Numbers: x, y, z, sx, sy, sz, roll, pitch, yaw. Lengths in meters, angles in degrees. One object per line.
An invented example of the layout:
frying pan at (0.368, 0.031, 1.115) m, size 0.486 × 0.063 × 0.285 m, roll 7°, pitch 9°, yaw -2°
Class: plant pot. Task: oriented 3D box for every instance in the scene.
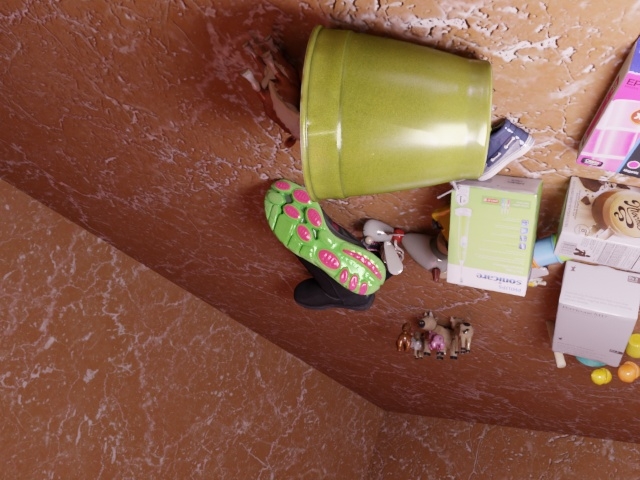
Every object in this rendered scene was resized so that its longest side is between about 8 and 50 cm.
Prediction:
plant pot at (0.166, -0.254, 1.230) m, size 0.352 × 0.367 × 0.366 m, roll 4°, pitch 152°, yaw 10°

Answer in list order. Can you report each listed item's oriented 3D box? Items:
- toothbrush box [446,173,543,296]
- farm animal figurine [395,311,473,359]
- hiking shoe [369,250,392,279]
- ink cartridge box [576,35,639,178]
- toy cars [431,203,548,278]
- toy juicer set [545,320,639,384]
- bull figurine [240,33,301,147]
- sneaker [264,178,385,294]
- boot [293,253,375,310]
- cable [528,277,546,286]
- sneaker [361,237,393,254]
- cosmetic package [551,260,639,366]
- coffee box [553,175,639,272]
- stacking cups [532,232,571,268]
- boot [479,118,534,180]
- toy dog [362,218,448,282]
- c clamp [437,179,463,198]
toothbrush box at (0.446, -0.020, 1.533) m, size 0.206 × 0.122 × 0.283 m, roll 9°, pitch 117°, yaw 25°
farm animal figurine at (0.486, 0.384, 2.427) m, size 0.330 × 0.172 × 0.326 m, roll -3°, pitch 158°, yaw 29°
hiking shoe at (0.206, 0.076, 2.129) m, size 0.114 × 0.086 × 0.227 m, roll 58°, pitch -169°, yaw 25°
ink cartridge box at (0.643, -0.255, 1.139) m, size 0.175 × 0.069 × 0.371 m, roll 16°, pitch 152°, yaw 11°
toy cars at (0.492, -0.011, 1.709) m, size 0.393 × 0.087 × 0.176 m, roll 20°, pitch 135°, yaw -4°
toy juicer set at (0.932, 0.402, 2.037) m, size 0.328 × 0.209 × 0.090 m, roll 6°, pitch 142°, yaw 28°
bull figurine at (-0.092, -0.338, 1.320) m, size 0.101 × 0.310 × 0.188 m, roll -29°, pitch 124°, yaw 9°
sneaker at (0.000, 0.000, 1.942) m, size 0.483 × 0.185 × 0.202 m, roll 45°, pitch 179°, yaw -2°
boot at (-0.024, 0.119, 2.297) m, size 0.366 × 0.146 × 0.445 m, roll -2°, pitch 150°, yaw 26°
cable at (0.560, 0.093, 1.879) m, size 0.287 × 0.072 × 0.139 m, roll -5°, pitch 138°, yaw 45°
sneaker at (0.200, 0.013, 2.047) m, size 0.119 × 0.047 × 0.057 m, roll 21°, pitch 140°, yaw -7°
cosmetic package at (0.844, 0.231, 1.830) m, size 0.217 × 0.156 × 0.385 m, roll 11°, pitch 154°, yaw 26°
coffee box at (0.723, -0.030, 1.394) m, size 0.297 × 0.168 × 0.119 m, roll 12°, pitch 154°, yaw 17°
stacking cups at (0.612, 0.033, 1.597) m, size 0.316 × 0.096 × 0.096 m, roll -23°, pitch 132°, yaw 36°
boot at (0.410, -0.216, 1.404) m, size 0.086 × 0.069 × 0.190 m, roll 35°, pitch 146°, yaw -9°
toy dog at (0.283, 0.044, 1.870) m, size 0.333 × 0.161 × 0.220 m, roll 2°, pitch 132°, yaw 32°
c clamp at (0.313, -0.196, 1.440) m, size 0.137 × 0.022 × 0.161 m, roll -21°, pitch 96°, yaw 33°
